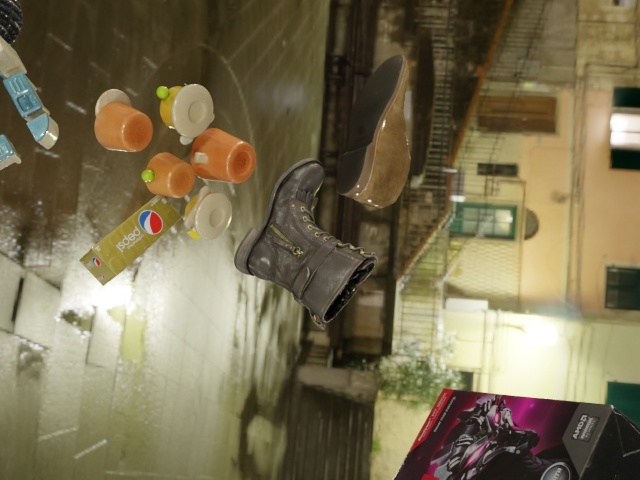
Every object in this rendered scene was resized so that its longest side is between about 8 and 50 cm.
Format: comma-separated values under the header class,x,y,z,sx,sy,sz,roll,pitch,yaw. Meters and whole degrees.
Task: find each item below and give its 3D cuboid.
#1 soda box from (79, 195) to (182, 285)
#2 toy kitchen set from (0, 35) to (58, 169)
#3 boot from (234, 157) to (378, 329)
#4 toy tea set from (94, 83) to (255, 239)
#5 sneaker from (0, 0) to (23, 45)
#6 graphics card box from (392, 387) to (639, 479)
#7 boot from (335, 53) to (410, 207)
class,x,y,z,sx,sy,sz,roll,pitch,yaw
soda box,-0.322,-0.004,1.201,0.058,0.061,0.181,-30,-166,44
toy kitchen set,-0.609,-0.248,1.292,0.207,0.166,0.122,59,-6,5
boot,0.000,0.000,1.168,0.263,0.229,0.091,-59,145,-12
toy tea set,-0.247,-0.155,1.183,0.200,0.124,0.336,-59,144,-16
sneaker,-0.706,-0.397,1.416,0.110,0.122,0.283,40,59,-55
graphics card box,0.236,0.324,0.933,0.233,0.094,0.371,-55,-165,-19
boot,0.124,-0.208,1.352,0.112,0.115,0.305,-2,-112,57
